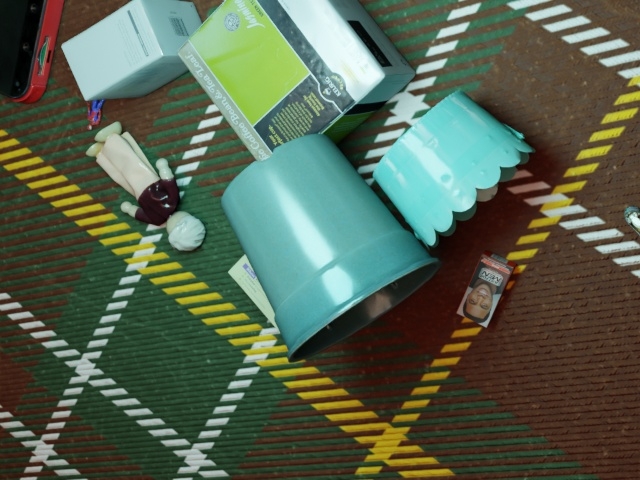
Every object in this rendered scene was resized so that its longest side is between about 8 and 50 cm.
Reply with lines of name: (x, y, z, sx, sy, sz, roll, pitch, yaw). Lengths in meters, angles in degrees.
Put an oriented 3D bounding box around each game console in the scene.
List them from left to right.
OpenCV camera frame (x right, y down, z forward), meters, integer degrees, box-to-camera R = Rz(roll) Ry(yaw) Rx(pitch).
game console: (-0.781, -0.557, 2.161, 0.342, 0.060, 0.386, 25, 109, 22)

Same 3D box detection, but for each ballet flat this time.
ballet flat: (0.621, -0.017, 1.686, 0.114, 0.041, 0.041, 47, 114, 7)

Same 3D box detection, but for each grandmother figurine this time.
grandmother figurine: (-0.394, -0.117, 2.066, 0.342, 0.104, 0.208, 49, 142, 4)

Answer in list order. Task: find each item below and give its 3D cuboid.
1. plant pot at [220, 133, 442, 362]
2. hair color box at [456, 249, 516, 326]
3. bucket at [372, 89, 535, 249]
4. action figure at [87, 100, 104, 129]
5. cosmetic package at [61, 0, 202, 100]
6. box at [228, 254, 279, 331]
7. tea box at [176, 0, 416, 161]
plant pot: (0.000, 0.000, 1.689, 0.341, 0.341, 0.334, -38, 76, 25)
hair color box: (0.342, 0.099, 1.825, 0.072, 0.043, 0.141, 25, 110, 15)
bucket: (0.248, -0.139, 1.697, 0.183, 0.281, 0.281, 48, 114, 9)
action figure: (-0.536, -0.317, 2.117, 0.038, 0.030, 0.115, 26, 112, 11)
cosmetic package: (-0.391, -0.411, 1.926, 0.225, 0.224, 0.138, -22, 92, 25)
box: (-0.036, 0.061, 1.936, 0.213, 0.117, 0.243, 49, 115, 7)
tea box: (-0.048, -0.358, 1.797, 0.323, 0.220, 0.329, -38, 85, 24)
